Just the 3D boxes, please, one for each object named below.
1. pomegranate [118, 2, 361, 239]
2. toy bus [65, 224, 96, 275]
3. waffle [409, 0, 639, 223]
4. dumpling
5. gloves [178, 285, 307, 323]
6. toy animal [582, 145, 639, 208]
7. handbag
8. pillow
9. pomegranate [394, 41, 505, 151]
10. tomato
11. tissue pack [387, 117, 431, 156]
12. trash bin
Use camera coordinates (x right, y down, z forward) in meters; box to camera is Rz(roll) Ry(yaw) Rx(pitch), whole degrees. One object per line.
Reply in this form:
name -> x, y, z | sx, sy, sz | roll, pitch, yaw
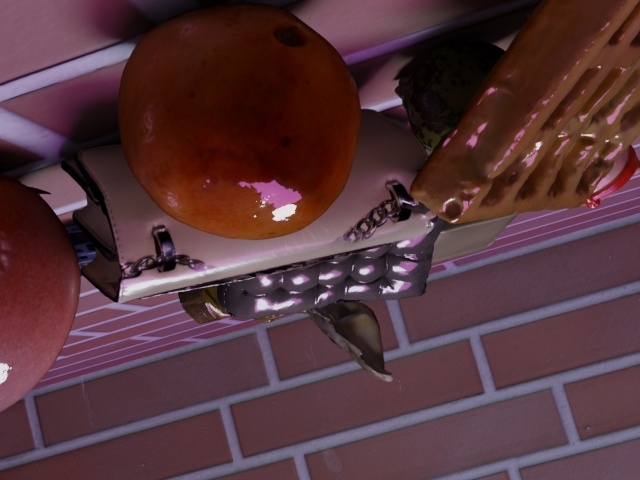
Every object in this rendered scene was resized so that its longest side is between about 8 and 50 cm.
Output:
pomegranate -> -0.063, -0.098, 0.891 | 0.209, 0.209, 0.209 | -15, 171, -2
toy bus -> -0.367, 0.025, 1.536 | 0.073, 0.076, 0.167 | -5, 168, -44
waffle -> 0.269, -0.146, 1.100 | 0.348, 0.077, 0.304 | -7, 137, -53
dumpling -> 0.012, 0.114, 1.898 | 0.086, 0.332, 0.166 | -45, 148, -11
gloves -> -0.117, 0.089, 2.112 | 0.331, 0.154, 0.141 | -10, 174, 13
toy animal -> 0.402, -0.130, 1.650 | 0.171, 0.171, 0.198 | -22, 161, 35
handbag -> -0.083, -0.044, 1.165 | 0.359, 0.160, 0.237 | -12, -162, -22
pillow -> 0.021, 0.011, 1.513 | 0.326, 0.101, 0.228 | -9, 140, -20
pomegranate -> 0.149, -0.149, 1.173 | 0.138, 0.125, 0.163 | -24, 177, -30
tomato -> -0.422, 0.081, 1.140 | 0.341, 0.272, 0.341 | -14, 168, -3
tissue pack -> 0.088, -0.123, 1.407 | 0.085, 0.079, 0.111 | 21, -171, 28
trash bin -> 0.254, -0.046, 2.023 | 0.243, 0.121, 0.247 | -14, 167, -10
